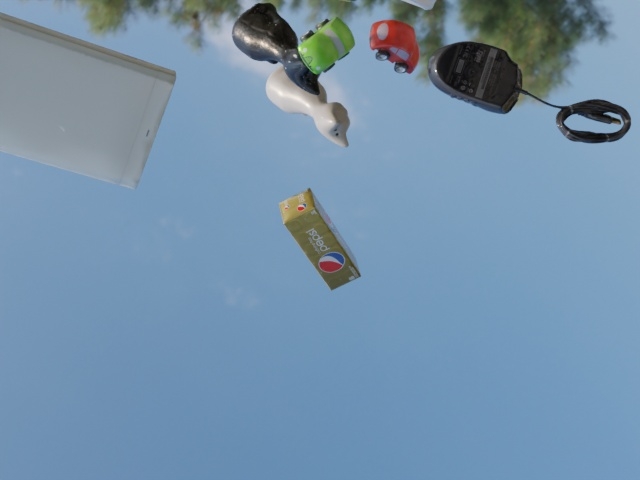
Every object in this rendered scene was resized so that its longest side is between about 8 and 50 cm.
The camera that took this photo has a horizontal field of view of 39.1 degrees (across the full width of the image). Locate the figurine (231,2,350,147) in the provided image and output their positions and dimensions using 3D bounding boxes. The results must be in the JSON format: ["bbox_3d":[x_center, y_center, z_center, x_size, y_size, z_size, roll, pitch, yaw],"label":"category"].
[{"bbox_3d":[-0.034,-0.265,1.503,0.209,0.092,0.215,47,174,43],"label":"figurine"}]

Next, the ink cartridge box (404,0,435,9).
[{"bbox_3d":[-0.047,-0.270,0.624,0.273,0.114,0.198,27,-165,21],"label":"ink cartridge box"}]

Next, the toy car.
[{"bbox_3d":[0.049,-0.316,1.320,0.239,0.053,0.225,54,-132,-15],"label":"toy car"}]

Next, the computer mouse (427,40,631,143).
[{"bbox_3d":[0.238,-0.166,1.039,0.242,0.041,0.071,22,-96,1],"label":"computer mouse"}]

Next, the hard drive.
[{"bbox_3d":[-0.398,-0.210,1.364,0.308,0.203,0.040,16,-155,-20],"label":"hard drive"}]

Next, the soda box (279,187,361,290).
[{"bbox_3d":[0.000,0.000,1.517,0.181,0.061,0.058,56,-167,-38],"label":"soda box"}]
